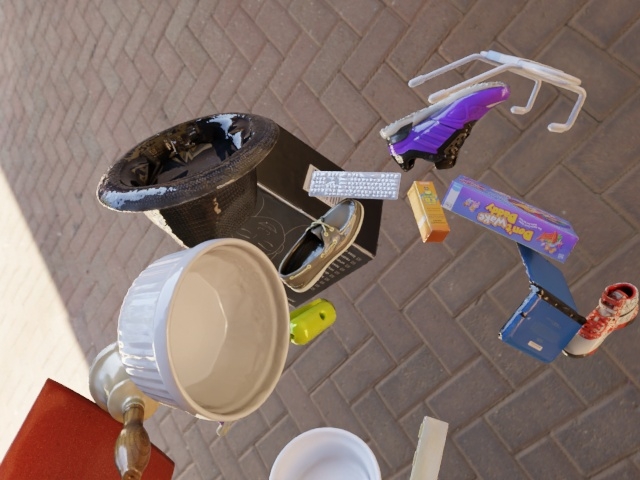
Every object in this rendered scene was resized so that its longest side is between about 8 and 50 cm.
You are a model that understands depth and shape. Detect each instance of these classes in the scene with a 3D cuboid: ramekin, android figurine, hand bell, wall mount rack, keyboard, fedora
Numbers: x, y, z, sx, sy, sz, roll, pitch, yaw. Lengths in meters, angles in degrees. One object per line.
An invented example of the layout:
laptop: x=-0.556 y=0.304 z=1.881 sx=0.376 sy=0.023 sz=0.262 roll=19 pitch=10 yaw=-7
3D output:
ramekin: x=-0.139 y=0.104 z=0.581 sx=0.109 sy=0.207 sz=0.207 roll=-7 pitch=91 yaw=31
android figurine: x=-0.091 y=0.172 z=0.800 sx=0.248 sy=0.273 sz=0.056 roll=-34 pitch=82 yaw=33
hand bell: x=-0.237 y=0.223 z=0.616 sx=0.242 sy=0.126 sz=0.126 roll=-155 pitch=67 yaw=-67
ramekin: x=0.019 y=0.632 z=1.216 sx=0.277 sy=0.277 sz=0.135 roll=24 pitch=144 yaw=33
wall mount rack: x=0.370 y=-0.334 z=1.038 sx=0.304 sy=0.350 sz=0.131 roll=14 pitch=114 yaw=-9
keyboard: x=0.089 y=-0.149 z=1.302 sx=0.256 sy=0.014 sz=0.072 roll=5 pitch=85 yaw=26
fedora: x=-0.199 y=-0.093 z=0.824 sx=0.334 sy=0.334 sz=0.153 roll=12 pitch=132 yaw=36

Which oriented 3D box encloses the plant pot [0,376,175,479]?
plant pot: x=-0.380 y=0.414 z=0.726 sx=0.267 sy=0.235 sz=0.267 roll=-47 pitch=24 yaw=37

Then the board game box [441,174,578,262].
board game box: x=0.532 y=-0.074 z=1.380 sx=0.347 sy=0.233 sz=0.078 roll=27 pitch=110 yaw=15

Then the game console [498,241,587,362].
game console: x=0.610 y=0.179 z=1.388 sx=0.250 sy=0.293 sz=0.173 roll=-55 pitch=35 yaw=10

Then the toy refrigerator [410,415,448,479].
toy refrigerator: x=0.388 y=0.789 z=1.768 sx=0.094 sy=0.102 sz=0.270 roll=14 pitch=72 yaw=14

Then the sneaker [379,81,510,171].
sneaker: x=0.286 y=-0.237 z=1.071 sx=0.293 sy=0.102 sz=0.146 roll=-20 pitch=92 yaw=35

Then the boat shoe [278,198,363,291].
boat shoe: x=0.003 y=0.002 z=1.315 sx=0.109 sy=0.091 sz=0.305 roll=36 pitch=86 yaw=36

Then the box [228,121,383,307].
box: x=-0.121 y=-0.059 z=1.669 sx=0.471 sy=0.480 sz=0.297 roll=-38 pitch=29 yaw=43

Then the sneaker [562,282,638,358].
sneaker: x=0.814 y=0.225 z=1.417 sx=0.090 sy=0.270 sz=0.145 roll=49 pitch=163 yaw=52

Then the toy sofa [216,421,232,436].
toy sofa: x=-0.380 y=0.389 z=1.384 sx=0.362 sy=0.150 sz=0.177 roll=39 pitch=115 yaw=-5

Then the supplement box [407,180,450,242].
supplement box: x=0.387 y=-0.106 z=1.746 sx=0.080 sy=0.078 sz=0.233 roll=107 pitch=157 yaw=-50
